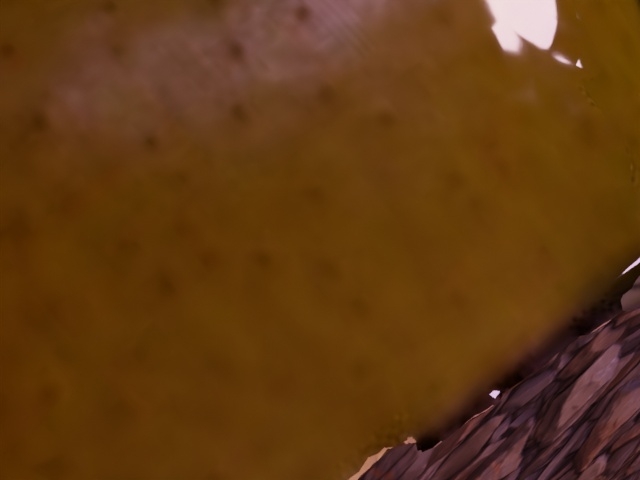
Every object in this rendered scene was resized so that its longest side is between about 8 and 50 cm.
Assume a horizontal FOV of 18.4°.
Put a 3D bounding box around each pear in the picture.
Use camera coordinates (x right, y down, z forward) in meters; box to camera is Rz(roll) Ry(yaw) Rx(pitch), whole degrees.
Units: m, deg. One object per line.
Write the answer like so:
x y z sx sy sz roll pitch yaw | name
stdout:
-0.091 0.007 0.526 0.386 0.191 0.340 -36 -179 22 | pear
